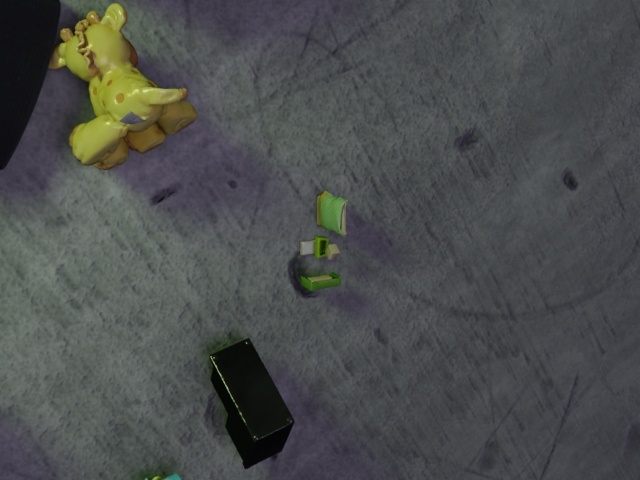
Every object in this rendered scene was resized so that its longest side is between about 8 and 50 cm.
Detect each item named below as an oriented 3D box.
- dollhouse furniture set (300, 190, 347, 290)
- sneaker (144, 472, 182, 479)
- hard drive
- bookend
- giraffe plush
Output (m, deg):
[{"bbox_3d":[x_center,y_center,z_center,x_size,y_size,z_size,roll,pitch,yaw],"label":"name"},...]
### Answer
[{"bbox_3d":[0.000,0.000,1.539,0.058,0.076,0.152,-7,107,-27],"label":"dollhouse furniture set"},{"bbox_3d":[-0.319,0.437,1.458,0.319,0.127,0.208,28,91,-40],"label":"sneaker"},{"bbox_3d":[-0.434,-0.221,1.228,0.172,0.054,0.255,15,96,-56],"label":"hard drive"},{"bbox_3d":[-0.118,0.267,1.536,0.072,0.156,0.157,-23,157,-21],"label":"bookend"},{"bbox_3d":[-0.285,-0.215,1.295,0.181,0.210,0.170,-28,84,-12],"label":"giraffe plush"}]
